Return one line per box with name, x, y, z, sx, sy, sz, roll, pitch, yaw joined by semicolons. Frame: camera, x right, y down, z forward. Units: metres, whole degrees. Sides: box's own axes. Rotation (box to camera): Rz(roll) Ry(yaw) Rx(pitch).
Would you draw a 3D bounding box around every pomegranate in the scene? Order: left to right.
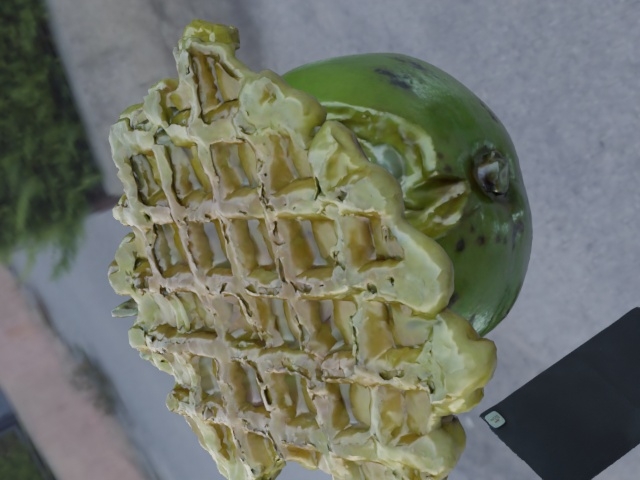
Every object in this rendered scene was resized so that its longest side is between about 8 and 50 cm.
pomegranate;0.000;0.000;0.785;0.302;0.236;0.236;-23;95;23

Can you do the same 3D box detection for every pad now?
pad;0.248;0.137;0.972;0.116;0.193;0.004;45;160;44

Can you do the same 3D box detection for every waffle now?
waffle;-0.027;0.038;0.571;0.291;0.051;0.291;29;130;40
